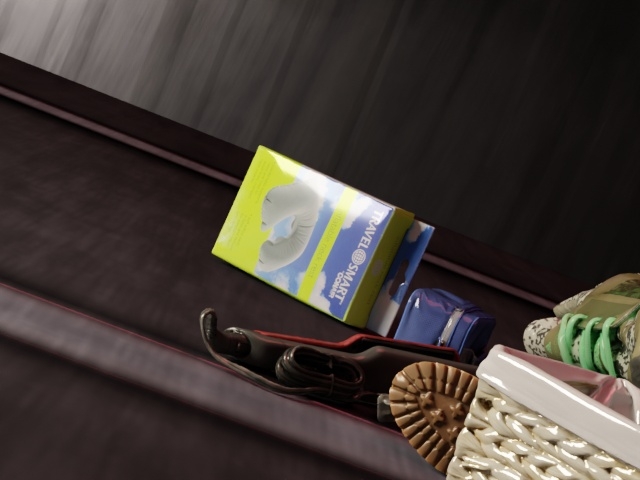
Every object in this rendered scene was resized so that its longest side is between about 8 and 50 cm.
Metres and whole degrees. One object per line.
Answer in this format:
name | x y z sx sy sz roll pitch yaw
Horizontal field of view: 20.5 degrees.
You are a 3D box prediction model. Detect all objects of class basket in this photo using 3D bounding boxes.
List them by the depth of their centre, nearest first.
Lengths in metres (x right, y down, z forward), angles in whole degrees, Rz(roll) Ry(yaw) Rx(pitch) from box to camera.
basket | 0.152 0.135 0.883 0.113 0.103 0.167 17 8 -40

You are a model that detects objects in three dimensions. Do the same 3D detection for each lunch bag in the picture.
lunch bag | 0.098 0.078 1.378 0.065 0.067 0.098 23 7 15

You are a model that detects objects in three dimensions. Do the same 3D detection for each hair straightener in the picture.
hair straightener | 0.022 0.082 1.157 0.230 0.047 0.089 18 7 -34

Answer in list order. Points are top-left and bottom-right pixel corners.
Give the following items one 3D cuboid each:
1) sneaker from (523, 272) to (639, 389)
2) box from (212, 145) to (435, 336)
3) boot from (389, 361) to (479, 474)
sneaker | 0.288 0.110 1.702 0.182 0.158 0.410 -8 2 11
box | 0.000 0.000 1.524 0.178 0.109 0.042 26 3 33
boot | 0.114 0.127 1.083 0.158 0.059 0.084 32 4 10
